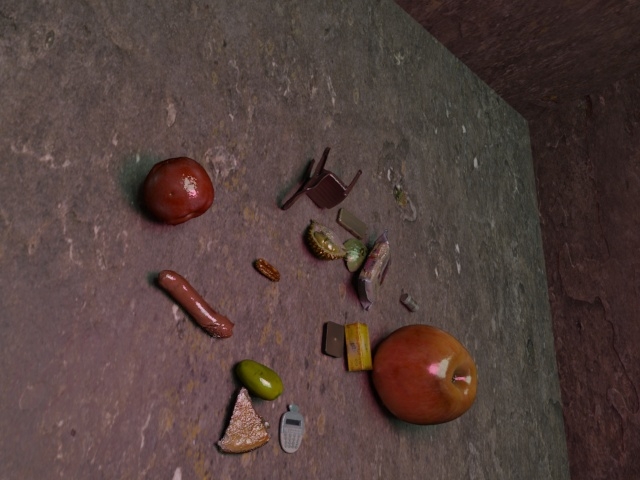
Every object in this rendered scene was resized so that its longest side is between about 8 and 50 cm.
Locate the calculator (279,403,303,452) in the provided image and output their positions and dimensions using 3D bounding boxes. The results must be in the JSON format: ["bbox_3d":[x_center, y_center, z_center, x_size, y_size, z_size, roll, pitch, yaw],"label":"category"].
[{"bbox_3d":[-0.095,0.619,1.802,0.095,0.021,0.153,23,60,-38],"label":"calculator"}]

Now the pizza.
[{"bbox_3d":[-0.237,0.546,1.669,0.185,0.052,0.195,4,76,-36],"label":"pizza"}]

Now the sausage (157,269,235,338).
[{"bbox_3d":[-0.377,0.195,1.653,0.304,0.078,0.078,49,47,-22],"label":"sausage"}]

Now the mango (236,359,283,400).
[{"bbox_3d":[-0.191,0.441,1.714,0.163,0.089,0.117,33,9,-21],"label":"mango"}]

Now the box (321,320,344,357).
[{"bbox_3d":[0.046,0.370,2.032,0.091,0.031,0.126,25,58,-36],"label":"box"}]

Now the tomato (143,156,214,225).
[{"bbox_3d":[-0.428,-0.153,1.641,0.208,0.208,0.185,-23,85,-47],"label":"tomato"}]

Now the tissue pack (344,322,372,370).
[{"bbox_3d":[0.146,0.406,2.077,0.095,0.062,0.176,26,54,-59],"label":"tissue pack"}]

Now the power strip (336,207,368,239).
[{"bbox_3d":[0.137,-0.066,2.295,0.169,0.028,0.076,36,52,-28],"label":"power strip"}]

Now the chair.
[{"bbox_3d":[0.006,-0.195,2.111,0.183,0.175,0.327,42,45,-15],"label":"chair"}]

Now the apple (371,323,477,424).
[{"bbox_3d":[0.408,0.519,2.108,0.391,0.346,0.392,16,66,-41],"label":"apple"}]

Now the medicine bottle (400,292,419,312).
[{"bbox_3d":[0.393,0.274,2.402,0.083,0.047,0.047,45,48,-23],"label":"medicine bottle"}]

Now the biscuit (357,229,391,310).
[{"bbox_3d":[0.223,0.117,2.232,0.186,0.079,0.309,83,29,-43],"label":"biscuit"}]

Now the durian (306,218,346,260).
[{"bbox_3d":[0.000,0.000,2.095,0.146,0.102,0.208,3,49,-46],"label":"durian"}]

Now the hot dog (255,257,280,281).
[{"bbox_3d":[-0.185,0.106,1.907,0.122,0.037,0.049,45,36,-30],"label":"hot dog"}]

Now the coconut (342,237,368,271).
[{"bbox_3d":[0.144,0.051,2.238,0.133,0.055,0.158,42,48,-28],"label":"coconut"}]
